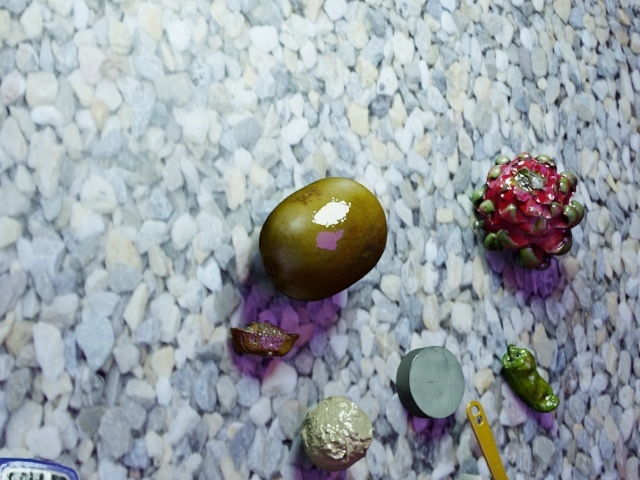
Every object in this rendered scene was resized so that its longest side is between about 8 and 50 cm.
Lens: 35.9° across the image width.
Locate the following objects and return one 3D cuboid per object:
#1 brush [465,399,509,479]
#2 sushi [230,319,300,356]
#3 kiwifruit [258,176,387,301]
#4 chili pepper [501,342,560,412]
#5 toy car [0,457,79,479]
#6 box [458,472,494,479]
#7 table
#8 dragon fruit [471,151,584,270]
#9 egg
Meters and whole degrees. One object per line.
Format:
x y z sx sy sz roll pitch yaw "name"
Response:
0.325 0.423 1.825 0.103 0.013 0.272 -21 90 -36 "brush"
-0.092 0.162 1.651 0.118 0.061 0.060 9 87 -31 "sushi"
0.000 0.000 1.670 0.234 0.196 0.196 -26 95 -37 "kiwifruit"
0.404 0.258 1.961 0.204 0.073 0.072 54 38 -26 "chili pepper"
-0.389 0.386 1.347 0.235 0.172 0.158 21 54 -33 "toy car"
0.321 0.567 1.839 0.155 0.067 0.242 21 69 -31 "box"
0.205 0.264 1.840 0.133 0.043 0.133 8 75 -33 "table"
0.425 -0.049 1.961 0.273 0.198 0.218 43 85 -18 "dragon fruit"
0.029 0.325 1.665 0.118 0.116 0.140 30 34 -2 "egg"
